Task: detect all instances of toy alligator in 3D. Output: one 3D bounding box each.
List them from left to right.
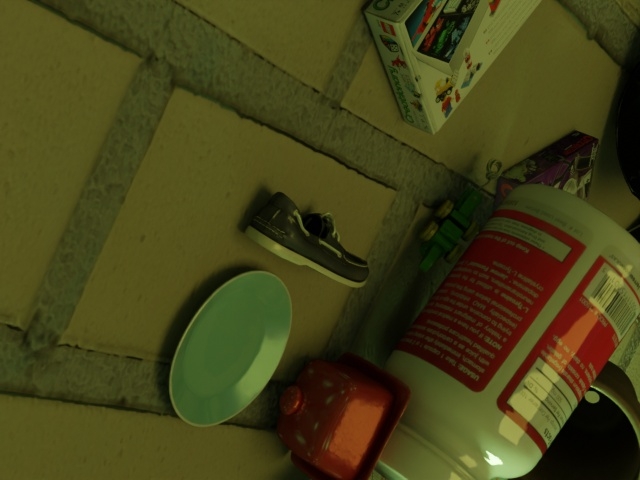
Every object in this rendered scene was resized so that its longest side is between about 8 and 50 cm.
[{"bbox_3d":[0.177,-0.029,1.609,0.189,0.056,0.051,-53,-172,-22],"label":"toy alligator"}]

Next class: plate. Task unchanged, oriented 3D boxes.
[{"bbox_3d":[-0.102,0.115,1.349,0.188,0.024,0.188,-31,135,-37],"label":"plate"}]

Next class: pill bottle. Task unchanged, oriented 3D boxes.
[{"bbox_3d":[0.226,0.147,1.562,0.407,0.229,0.229,-52,145,-12],"label":"pill bottle"}]

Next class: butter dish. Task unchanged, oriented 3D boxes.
[{"bbox_3d":[0.003,0.206,1.467,0.118,0.160,0.160,29,88,-33],"label":"butter dish"}]

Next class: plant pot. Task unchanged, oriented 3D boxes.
[{"bbox_3d":[0.421,0.295,2.014,0.229,0.263,0.263,-39,143,-62],"label":"plant pot"}]

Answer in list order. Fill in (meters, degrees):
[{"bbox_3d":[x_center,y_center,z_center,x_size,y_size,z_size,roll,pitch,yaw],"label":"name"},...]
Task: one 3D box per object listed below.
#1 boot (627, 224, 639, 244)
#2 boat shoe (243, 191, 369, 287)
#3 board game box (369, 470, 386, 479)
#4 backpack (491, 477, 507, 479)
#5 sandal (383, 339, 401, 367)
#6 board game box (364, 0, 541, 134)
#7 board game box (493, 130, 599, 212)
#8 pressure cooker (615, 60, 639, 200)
[{"bbox_3d":[0.584,0.045,2.174,0.244,0.088,0.176,-43,143,-33],"label":"boot"},{"bbox_3d":[0.000,0.000,1.364,0.206,0.075,0.065,24,95,-52],"label":"boat shoe"},{"bbox_3d":[0.044,0.360,1.562,0.147,0.045,0.193,51,33,-31],"label":"board game box"},{"bbox_3d":[0.243,0.310,1.864,0.152,0.115,0.182,-3,117,-55],"label":"backpack"},{"bbox_3d":[0.145,0.309,1.743,0.169,0.102,0.416,-17,110,-25],"label":"sandal"},{"bbox_3d":[0.180,-0.296,1.426,0.305,0.053,0.193,-51,145,-18],"label":"board game box"},{"bbox_3d":[0.320,0.027,1.840,0.208,0.056,0.347,-26,132,-37],"label":"board game box"},{"bbox_3d":[0.706,-0.185,1.941,0.420,0.375,0.370,-11,135,-50],"label":"pressure cooker"}]
